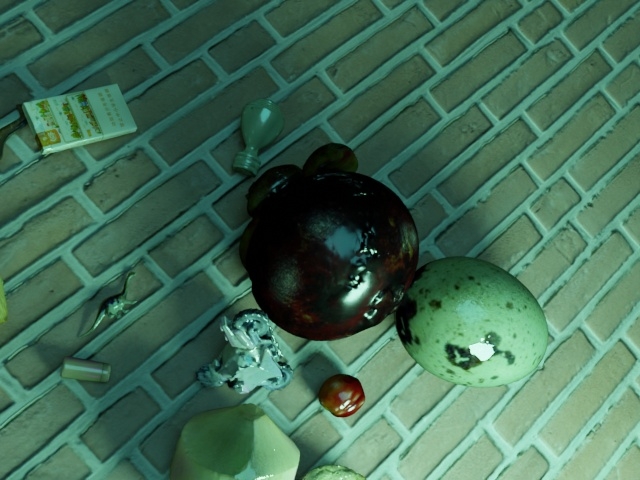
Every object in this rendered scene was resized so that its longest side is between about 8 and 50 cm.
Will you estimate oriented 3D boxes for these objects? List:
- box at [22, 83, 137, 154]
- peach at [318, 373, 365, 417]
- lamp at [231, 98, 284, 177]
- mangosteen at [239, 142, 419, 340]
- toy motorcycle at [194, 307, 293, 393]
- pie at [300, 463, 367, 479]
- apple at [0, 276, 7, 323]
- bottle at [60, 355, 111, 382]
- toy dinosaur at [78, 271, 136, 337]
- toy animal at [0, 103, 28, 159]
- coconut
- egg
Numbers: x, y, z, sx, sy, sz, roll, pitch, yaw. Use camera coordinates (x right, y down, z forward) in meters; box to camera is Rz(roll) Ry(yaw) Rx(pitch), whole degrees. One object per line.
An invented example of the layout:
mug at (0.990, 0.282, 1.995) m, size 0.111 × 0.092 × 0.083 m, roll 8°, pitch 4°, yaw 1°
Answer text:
box at (-0.535, -0.273, 1.761) m, size 0.220 × 0.032 × 0.122 m, roll -20°, pitch 82°, yaw -33°
peach at (0.048, 0.341, 1.750) m, size 0.101 × 0.101 × 0.100 m, roll 5°, pitch 72°, yaw -17°
lamp at (-0.152, -0.246, 1.864) m, size 0.106 × 0.106 × 0.193 m, roll 23°, pitch 77°, yaw -10°
mangosteen at (0.022, 0.008, 1.710) m, size 0.381 × 0.381 × 0.421 m, roll -1°, pitch 45°, yaw -19°
toy motorcycle at (-0.179, 0.253, 1.666) m, size 0.204 × 0.108 × 0.239 m, roll -17°, pitch 113°, yaw 3°
pie at (0.014, 0.587, 1.624) m, size 0.274 × 0.055 × 0.274 m, roll -8°, pitch 103°, yaw -38°
apple at (-0.735, 0.032, 1.507) m, size 0.252 × 0.314 × 0.309 m, roll -10°, pitch 85°, yaw -58°
bottle at (-0.483, 0.267, 1.624) m, size 0.096 × 0.045 × 0.045 m, roll 11°, pitch 70°, yaw -17°
toy dinosaur at (-0.440, 0.145, 1.681) m, size 0.058 × 0.037 × 0.180 m, roll 28°, pitch 58°, yaw 17°
toy animal at (-0.720, -0.197, 1.680) m, size 0.230 × 0.066 × 0.224 m, roll -6°, pitch 62°, yaw -17°
coconut at (-0.171, 0.444, 1.576) m, size 0.259 × 0.259 × 0.259 m, roll 5°, pitch 72°, yaw -17°
egg at (0.345, 0.188, 1.791) m, size 0.379 × 0.288 × 0.287 m, roll 22°, pitch 67°, yaw -31°
